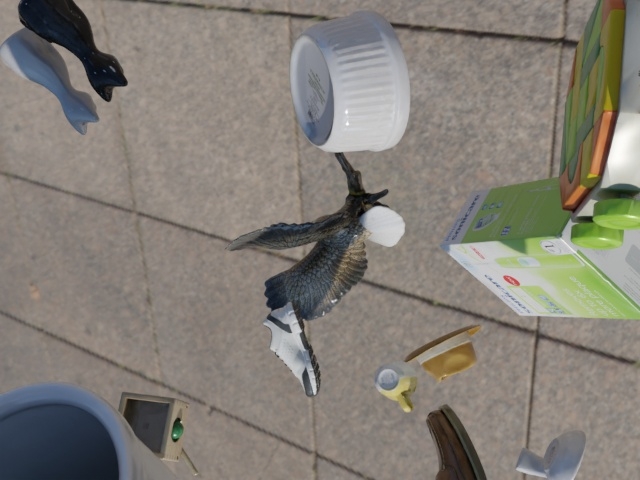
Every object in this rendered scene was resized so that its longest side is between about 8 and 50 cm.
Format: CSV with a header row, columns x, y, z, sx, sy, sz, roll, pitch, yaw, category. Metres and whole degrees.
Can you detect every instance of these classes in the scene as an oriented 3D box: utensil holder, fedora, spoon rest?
x,y,z,sx,sy,sz,roll,pitch,yaw,category
-0.266,0.403,0.955,0.327,0.328,0.385,9,146,34,utensil holder
0.264,0.242,1.691,0.194,0.194,0.079,-40,70,43,fedora
0.508,0.477,1.754,0.084,0.137,0.276,25,163,1,spoon rest

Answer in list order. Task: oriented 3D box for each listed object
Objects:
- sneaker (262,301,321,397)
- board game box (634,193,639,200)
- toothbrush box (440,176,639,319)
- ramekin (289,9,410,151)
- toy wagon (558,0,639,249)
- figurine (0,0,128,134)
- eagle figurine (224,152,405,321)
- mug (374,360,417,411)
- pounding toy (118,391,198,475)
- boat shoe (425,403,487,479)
x,y,z,sx,sy,sz,roll,pitch,yaw,category
-0.031,0.125,0.915,0.043,0.040,0.109,-20,86,5,sneaker
0.556,-0.041,1.013,0.275,0.142,0.144,24,112,8,board game box
0.359,0.016,1.266,0.206,0.122,0.283,39,162,-20,toothbrush box
0.034,-0.225,1.193,0.207,0.109,0.207,166,90,-69,ramekin
0.310,-0.128,0.892,0.068,0.344,0.267,7,80,7,toy wagon
-0.440,-0.302,1.414,0.209,0.092,0.215,49,140,-6,figurine
-0.004,0.002,1.595,0.226,0.298,0.225,44,160,5,eagle figurine
0.117,0.216,1.240,0.078,0.064,0.062,28,89,21,mug
-0.299,0.361,1.523,0.141,0.100,0.130,4,73,15,pounding toy
0.199,0.375,1.184,0.104,0.307,0.111,-23,131,2,boat shoe
